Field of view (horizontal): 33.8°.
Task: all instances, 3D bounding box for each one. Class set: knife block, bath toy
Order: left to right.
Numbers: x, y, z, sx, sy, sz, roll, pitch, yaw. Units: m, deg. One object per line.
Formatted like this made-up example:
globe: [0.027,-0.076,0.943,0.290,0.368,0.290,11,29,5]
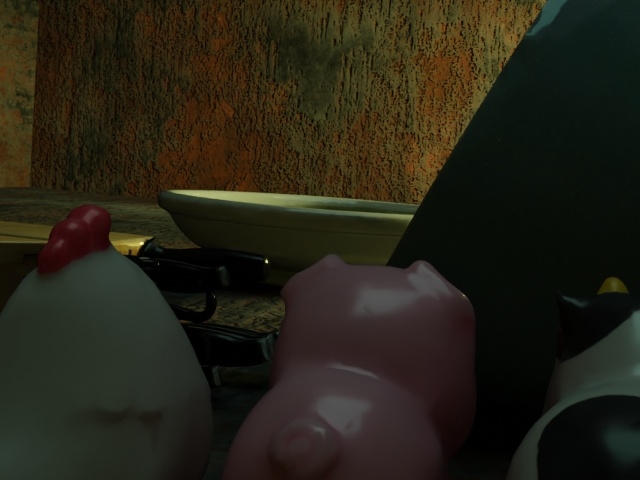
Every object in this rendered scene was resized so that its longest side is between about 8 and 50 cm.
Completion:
knife block: [-0.166,0.038,0.726,0.242,0.088,0.276,3,4,-28]
bath toy: [0.032,0.060,0.373,0.349,0.128,0.151,5,5,16]

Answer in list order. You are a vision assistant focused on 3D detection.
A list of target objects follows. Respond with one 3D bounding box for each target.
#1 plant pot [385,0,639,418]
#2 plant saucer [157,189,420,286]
plant pot: [0.173,-0.004,0.647,0.195,0.290,0.290,31,9,8]
plant saucer: [0.000,0.000,1.287,0.401,0.100,0.400,5,4,0]
